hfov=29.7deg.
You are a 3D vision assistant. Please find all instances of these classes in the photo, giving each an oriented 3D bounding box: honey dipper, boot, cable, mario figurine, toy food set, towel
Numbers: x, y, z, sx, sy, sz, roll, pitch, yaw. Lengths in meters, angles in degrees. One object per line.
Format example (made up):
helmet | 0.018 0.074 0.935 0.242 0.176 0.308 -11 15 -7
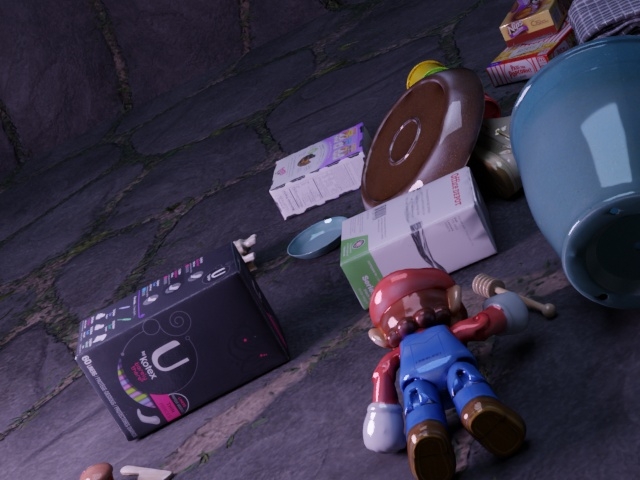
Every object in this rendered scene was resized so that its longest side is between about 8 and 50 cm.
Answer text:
honey dipper | 0.256 0.075 1.576 0.030 0.030 0.161 -35 26 -17
boot | 0.320 -0.184 1.974 0.203 0.095 0.262 -32 31 -6
cable | -0.227 0.073 2.132 0.287 0.072 0.139 -26 15 8
mario figurine | 0.153 0.159 1.434 0.198 0.170 0.320 6 31 -10
toy food set | -0.319 0.348 1.604 0.218 0.071 0.128 -40 24 -29
towel | 0.590 -0.413 2.155 0.284 0.121 0.235 -23 22 15

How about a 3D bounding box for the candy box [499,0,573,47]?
candy box | 0.438 -0.458 2.423 0.109 0.053 0.186 -15 25 32

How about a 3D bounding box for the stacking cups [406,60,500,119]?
stacking cups | 0.263 -0.275 2.301 0.096 0.096 0.316 -31 23 -6

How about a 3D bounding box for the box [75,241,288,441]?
box | -0.206 0.148 1.794 0.270 0.165 0.143 -29 20 2

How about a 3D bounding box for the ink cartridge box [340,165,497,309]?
ink cartridge box | 0.146 -0.006 1.808 0.219 0.092 0.160 -23 22 13

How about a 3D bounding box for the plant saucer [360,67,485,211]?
plant saucer | 0.154 -0.155 1.991 0.310 0.050 0.310 -48 28 35

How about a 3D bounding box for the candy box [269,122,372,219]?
candy box | 0.008 -0.134 2.320 0.196 0.070 0.165 -23 21 13

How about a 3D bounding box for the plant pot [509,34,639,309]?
plant pot | 0.373 -0.065 1.453 0.272 0.271 0.255 -21 36 20

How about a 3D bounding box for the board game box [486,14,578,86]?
board game box | 0.436 -0.379 2.379 0.147 0.045 0.193 -7 29 45

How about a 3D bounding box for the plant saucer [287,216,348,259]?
plant saucer | 0.000 0.000 2.083 0.119 0.021 0.119 -25 22 11
